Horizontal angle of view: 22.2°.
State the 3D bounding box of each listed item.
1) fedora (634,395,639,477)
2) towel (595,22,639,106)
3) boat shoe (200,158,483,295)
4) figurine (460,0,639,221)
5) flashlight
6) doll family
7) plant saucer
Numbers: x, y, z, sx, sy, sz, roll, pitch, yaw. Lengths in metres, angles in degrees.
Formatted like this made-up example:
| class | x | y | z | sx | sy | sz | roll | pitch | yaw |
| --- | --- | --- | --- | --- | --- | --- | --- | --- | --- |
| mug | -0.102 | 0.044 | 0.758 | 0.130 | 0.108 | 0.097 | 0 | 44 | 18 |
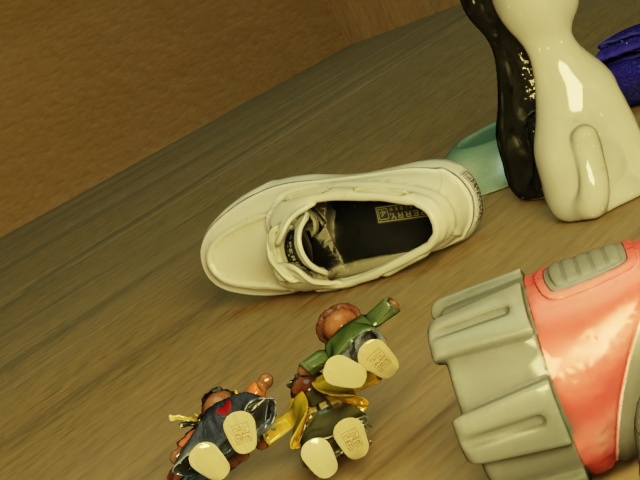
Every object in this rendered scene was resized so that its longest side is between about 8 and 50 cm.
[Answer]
| class | x | y | z | sx | sy | sz | roll | pitch | yaw |
| --- | --- | --- | --- | --- | --- | --- | --- | --- | --- |
| fedora | 0.221 | 0.046 | 0.439 | 0.275 | 0.124 | 0.243 | -26 | 4 | 45 |
| towel | 0.406 | -0.205 | 1.461 | 0.227 | 0.076 | 0.308 | -31 | 12 | -30 |
| boat shoe | 0.000 | 0.000 | 1.310 | 0.267 | 0.096 | 0.088 | -7 | 13 | 33 |
| figurine | 0.168 | -0.132 | 1.243 | 0.092 | 0.209 | 0.215 | -24 | 10 | -1 |
| flashlight | 0.202 | 0.026 | 0.698 | 0.304 | 0.103 | 0.103 | -18 | -23 | 10 |
| doll family | -0.031 | 0.103 | 0.884 | 0.193 | 0.076 | 0.111 | -27 | 15 | -2 |
| plant saucer | 0.180 | -0.090 | 1.501 | 0.195 | 0.037 | 0.195 | -23 | 9 | 4 |
